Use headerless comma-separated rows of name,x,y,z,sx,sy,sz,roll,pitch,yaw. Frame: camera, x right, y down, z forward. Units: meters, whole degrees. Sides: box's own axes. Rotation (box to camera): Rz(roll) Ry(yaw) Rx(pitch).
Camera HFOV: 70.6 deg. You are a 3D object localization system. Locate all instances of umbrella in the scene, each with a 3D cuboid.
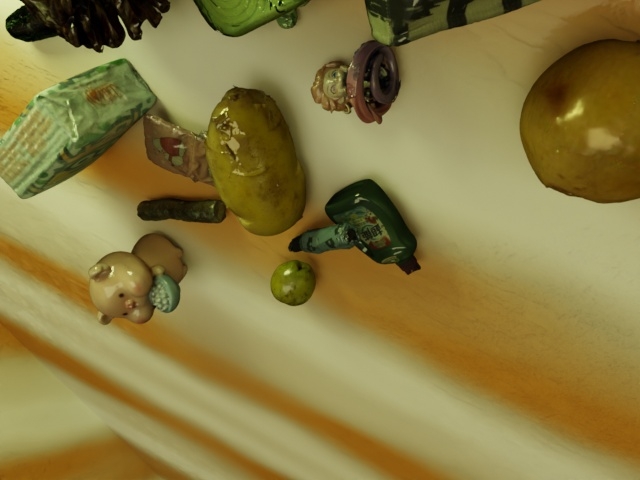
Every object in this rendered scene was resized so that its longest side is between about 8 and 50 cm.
umbrella,0.002,0.000,0.937,0.053,0.052,0.250,12,169,-26

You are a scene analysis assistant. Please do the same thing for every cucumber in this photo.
cucumber,-0.552,-0.441,0.899,0.241,0.074,0.075,1,127,29

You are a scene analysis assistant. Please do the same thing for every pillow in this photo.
pillow,-0.262,-0.182,0.978,0.248,0.049,0.135,23,135,4

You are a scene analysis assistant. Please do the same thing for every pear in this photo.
pear,-0.066,0.102,1.071,0.107,0.107,0.131,34,131,-1

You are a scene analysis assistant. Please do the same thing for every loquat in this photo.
loquat,0.364,-0.149,0.575,0.207,0.208,0.208,14,132,17

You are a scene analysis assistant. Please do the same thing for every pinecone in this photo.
pinecone,-0.357,-0.438,0.676,0.296,0.242,0.298,40,155,-12

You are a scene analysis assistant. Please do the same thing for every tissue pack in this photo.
tissue pack,-0.521,-0.230,0.949,0.310,0.228,0.128,-22,113,38

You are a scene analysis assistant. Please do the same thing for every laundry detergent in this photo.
laundry detergent,0.115,-0.012,0.902,0.144,0.078,0.222,-18,120,47

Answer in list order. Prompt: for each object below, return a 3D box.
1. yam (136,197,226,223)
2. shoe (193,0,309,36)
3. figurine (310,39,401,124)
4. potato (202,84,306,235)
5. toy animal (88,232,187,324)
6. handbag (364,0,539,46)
yam,-0.343,-0.074,1.104,0.252,0.061,0.061,3,128,27
shoe,-0.086,-0.381,0.664,0.262,0.128,0.140,7,123,42
figurine,0.059,-0.247,0.727,0.157,0.113,0.126,7,101,60
potato,-0.123,-0.142,0.858,0.172,0.140,0.301,-20,131,-5
toy animal,-0.481,0.091,1.203,0.229,0.221,0.210,1,131,-8
handbag,0.183,-0.394,0.428,0.326,0.163,0.326,-16,127,1
